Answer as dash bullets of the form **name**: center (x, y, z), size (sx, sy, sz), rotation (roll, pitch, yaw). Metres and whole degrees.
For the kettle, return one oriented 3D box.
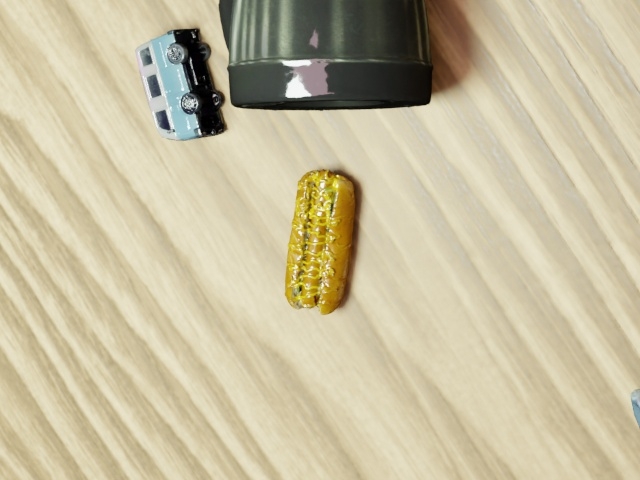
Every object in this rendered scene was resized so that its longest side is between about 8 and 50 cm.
- **kettle**: center (0.006, -0.270, 1.319), size (0.207, 0.251, 0.271), rotation (-1, 94, -8)

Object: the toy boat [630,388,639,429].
- **toy boat**: center (0.452, 0.185, 1.239), size (0.309, 0.129, 0.142), rotation (9, 118, 19)

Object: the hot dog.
- **hot dog**: center (0.000, 0.000, 1.431), size (0.071, 0.045, 0.165), rotation (13, 106, 21)

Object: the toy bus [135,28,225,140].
- **toy bus**: center (-0.159, -0.170, 1.454), size (0.075, 0.060, 0.123), rotation (-13, 93, 28)
